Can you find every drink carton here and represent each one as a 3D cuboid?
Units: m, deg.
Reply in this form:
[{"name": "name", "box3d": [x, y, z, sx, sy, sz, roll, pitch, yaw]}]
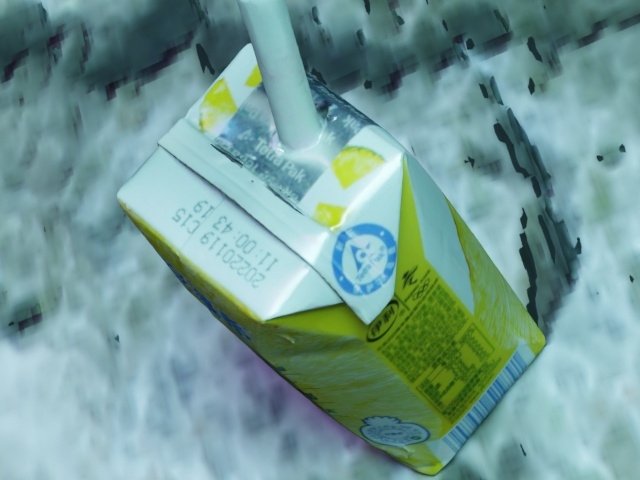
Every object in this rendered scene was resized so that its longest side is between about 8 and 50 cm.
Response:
[{"name": "drink carton", "box3d": [0.000, 0.000, 0.542, 0.074, 0.200, 0.084, -48, 58, -2]}]
